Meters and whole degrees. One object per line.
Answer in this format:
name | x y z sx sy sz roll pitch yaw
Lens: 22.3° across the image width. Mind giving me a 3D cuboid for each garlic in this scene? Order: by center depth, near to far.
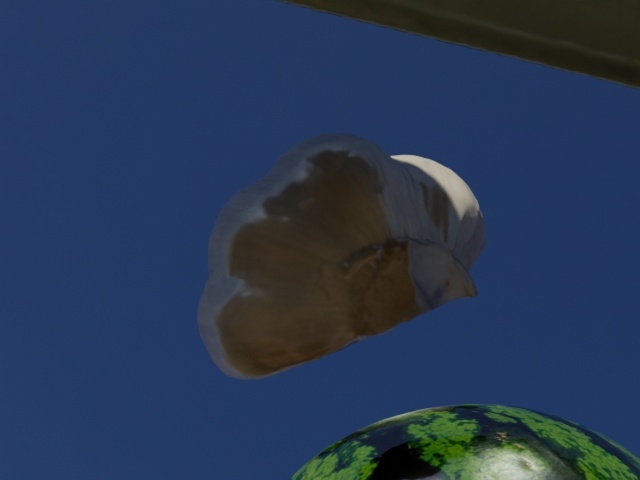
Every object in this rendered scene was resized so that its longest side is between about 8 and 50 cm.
garlic | 0.000 0.000 1.160 0.178 0.229 0.143 3 -55 54

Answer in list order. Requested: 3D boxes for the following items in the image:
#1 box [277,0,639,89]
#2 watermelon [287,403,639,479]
box | 0.158 -0.258 0.955 0.397 0.396 0.111 14 -40 5
watermelon | 0.077 0.202 0.772 0.269 0.269 0.269 6 -58 10
